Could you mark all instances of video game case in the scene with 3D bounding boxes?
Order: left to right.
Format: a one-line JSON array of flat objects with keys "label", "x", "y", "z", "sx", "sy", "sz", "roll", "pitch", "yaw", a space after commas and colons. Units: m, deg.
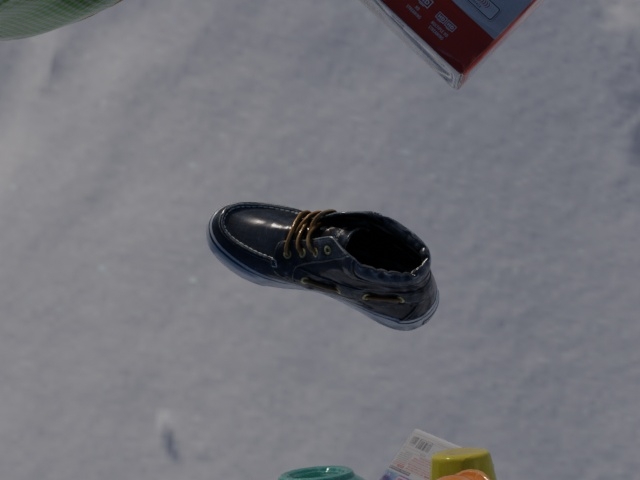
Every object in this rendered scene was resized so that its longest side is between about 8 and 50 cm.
[{"label": "video game case", "x": 0.094, "y": 0.264, "z": 1.994, "sx": 0.143, "sy": 0.019, "sz": 0.157, "roll": -54, "pitch": 23, "yaw": -10}]

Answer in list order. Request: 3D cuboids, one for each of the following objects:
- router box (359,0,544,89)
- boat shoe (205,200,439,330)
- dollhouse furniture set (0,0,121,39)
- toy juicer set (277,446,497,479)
[{"label": "router box", "x": 0.106, "y": -0.358, "z": 1.782, "sx": 0.335, "sy": 0.082, "sz": 0.301, "roll": 43, "pitch": 85, "yaw": 5}, {"label": "boat shoe", "x": 0.000, "y": 0.000, "z": 1.426, "sx": 0.183, "sy": 0.083, "sz": 0.065, "roll": 20, "pitch": 64, "yaw": 14}, {"label": "dollhouse furniture set", "x": -0.241, "y": -0.106, "z": 1.370, "sx": 0.301, "sy": 0.197, "sz": 0.151, "roll": -19, "pitch": 92, "yaw": 18}, {"label": "toy juicer set", "x": -0.001, "y": 0.244, "z": 1.670, "sx": 0.209, "sy": 0.329, "sz": 0.089, "roll": -117, "pitch": 22, "yaw": -87}]
